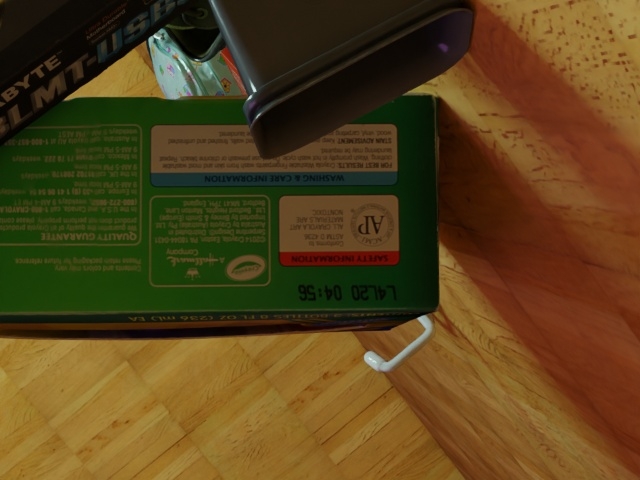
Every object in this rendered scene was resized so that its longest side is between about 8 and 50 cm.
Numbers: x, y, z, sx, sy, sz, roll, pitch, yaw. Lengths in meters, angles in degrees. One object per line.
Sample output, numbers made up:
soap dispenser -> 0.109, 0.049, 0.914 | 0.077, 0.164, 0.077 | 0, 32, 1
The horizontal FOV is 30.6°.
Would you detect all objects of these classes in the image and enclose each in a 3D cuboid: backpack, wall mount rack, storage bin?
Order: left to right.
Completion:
backpack -> -0.119, -0.189, 1.286 | 0.182, 0.115, 0.152 | 40, 165, 55
wall mount rack -> 0.000, 0.000, 1.448 | 0.304, 0.130, 0.350 | 46, 172, 46
storage bin -> 0.005, -0.120, 0.658 | 0.091, 0.135, 0.098 | 62, 178, 14

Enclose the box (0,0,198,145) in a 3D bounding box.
box -> -0.217, -0.240, 0.789 | 0.293, 0.295, 0.073 | 51, 175, 17

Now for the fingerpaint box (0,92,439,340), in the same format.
fingerpaint box -> -0.143, -0.001, 0.963 | 0.371, 0.444, 0.163 | 110, 160, -83

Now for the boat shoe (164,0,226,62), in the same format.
boat shoe -> -0.106, -0.216, 0.957 | 0.102, 0.092, 0.285 | 23, 175, 5

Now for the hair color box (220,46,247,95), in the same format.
hair color box -> -0.037, -0.147, 1.084 | 0.043, 0.072, 0.141 | 49, 175, 24
